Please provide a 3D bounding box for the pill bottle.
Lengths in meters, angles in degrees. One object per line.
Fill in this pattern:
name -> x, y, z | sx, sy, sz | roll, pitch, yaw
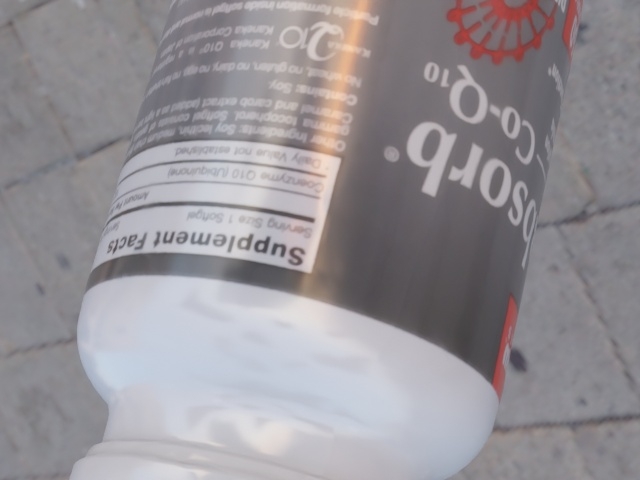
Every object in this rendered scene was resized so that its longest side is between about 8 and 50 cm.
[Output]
pill bottle -> 0.000, 0.000, 0.812 | 0.210, 0.363, 0.210 | 12, 161, 4
